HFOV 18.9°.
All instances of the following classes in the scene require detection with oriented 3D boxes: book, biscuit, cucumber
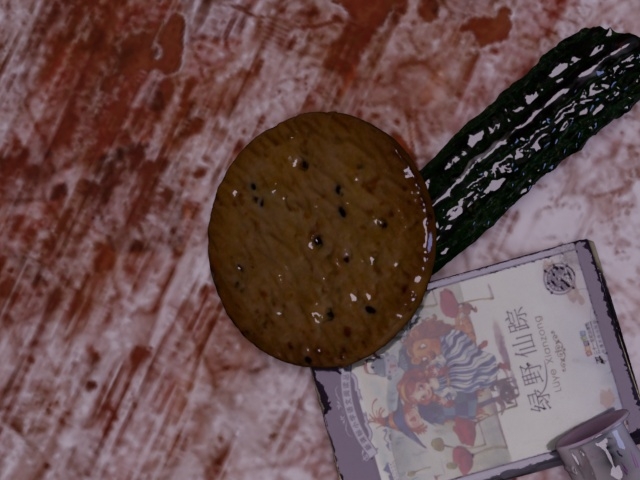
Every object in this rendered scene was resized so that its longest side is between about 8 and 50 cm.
[{"bbox_3d":[0.113,0.102,1.417,0.231,0.026,0.157,-16,83,0],"label":"book"},{"bbox_3d":[0.001,0.000,1.397,0.187,0.027,0.188,-1,87,28],"label":"biscuit"},{"bbox_3d":[0.129,-0.058,1.408,0.265,0.077,0.077,-41,84,-3],"label":"cucumber"}]

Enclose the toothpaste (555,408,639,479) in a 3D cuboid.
[{"bbox_3d":[0.268,0.276,1.375,0.100,0.066,0.323,-27,92,-3],"label":"toothpaste"}]
